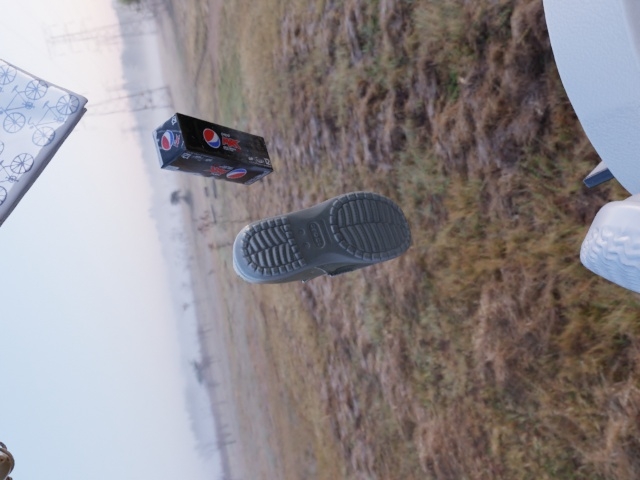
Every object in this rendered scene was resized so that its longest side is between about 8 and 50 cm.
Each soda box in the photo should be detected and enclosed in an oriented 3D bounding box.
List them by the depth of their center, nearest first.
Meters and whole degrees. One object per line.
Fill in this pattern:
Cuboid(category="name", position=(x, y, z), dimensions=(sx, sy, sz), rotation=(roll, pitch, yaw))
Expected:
Cuboid(category="soda box", position=(-0.143, -0.121, 0.858), dimensions=(0.169, 0.053, 0.060), rotation=(7, -119, -54))

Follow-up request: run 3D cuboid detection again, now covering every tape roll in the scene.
Cuboid(category="tape roll", position=(0.359, -0.215, 0.597), dimensions=(0.072, 0.392, 0.391), rotation=(-11, 93, 57))

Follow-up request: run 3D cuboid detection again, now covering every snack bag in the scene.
Cuboid(category="snack bag", position=(-0.543, -0.134, 0.857), dimensions=(0.323, 0.343, 0.037), rotation=(-61, -10, -18))

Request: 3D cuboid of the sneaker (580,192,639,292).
Cuboid(category="sneaker", position=(0.313, -0.049, 0.412), dimensions=(0.137, 0.366, 0.210), rotation=(32, 111, 46))

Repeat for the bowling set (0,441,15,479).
Cuboid(category="bowling set", position=(-0.427, 0.254, 0.688), dimensions=(0.154, 0.200, 0.287), rotation=(64, -156, 2))

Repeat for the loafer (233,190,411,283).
Cuboid(category="loafer", position=(0.000, 0.000, 0.774), dimensions=(0.087, 0.251, 0.094), rotation=(-30, 71, 58))

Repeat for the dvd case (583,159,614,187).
Cuboid(category="dvd case", position=(0.546, -0.187, 0.993), dimensions=(0.022, 0.253, 0.180), rotation=(49, 159, -1))
